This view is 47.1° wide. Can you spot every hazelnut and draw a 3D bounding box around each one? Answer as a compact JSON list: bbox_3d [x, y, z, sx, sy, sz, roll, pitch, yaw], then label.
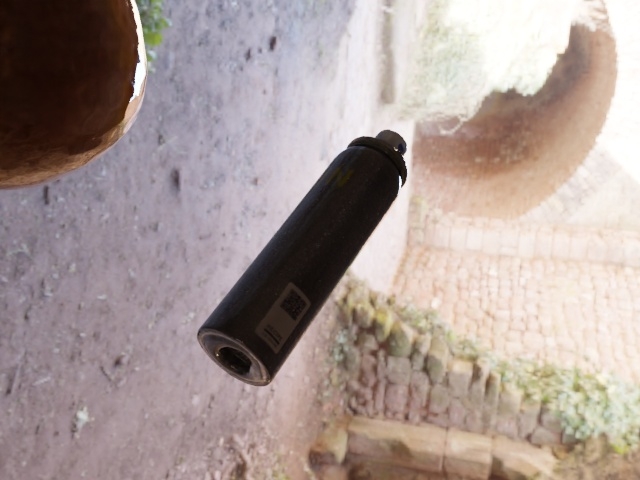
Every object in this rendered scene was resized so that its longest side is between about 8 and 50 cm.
[{"bbox_3d":[-0.214,-0.135,0.469,0.214,0.176,0.214,45,29,-33],"label":"hazelnut"}]

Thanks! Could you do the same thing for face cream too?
[{"bbox_3d":[0.000,0.000,0.656,0.283,0.073,0.073,-53,151,-32],"label":"face cream"}]
